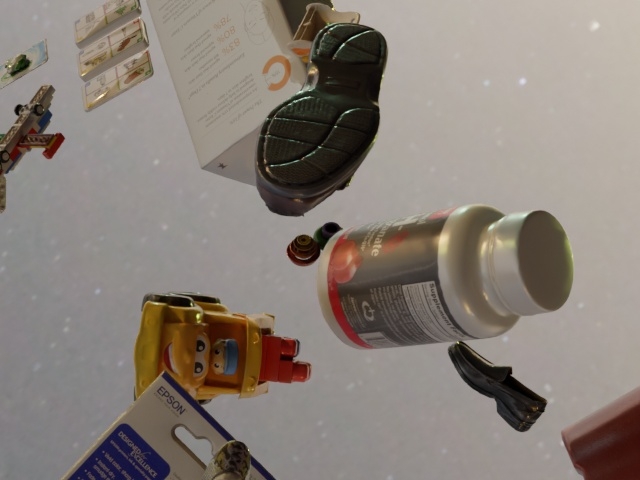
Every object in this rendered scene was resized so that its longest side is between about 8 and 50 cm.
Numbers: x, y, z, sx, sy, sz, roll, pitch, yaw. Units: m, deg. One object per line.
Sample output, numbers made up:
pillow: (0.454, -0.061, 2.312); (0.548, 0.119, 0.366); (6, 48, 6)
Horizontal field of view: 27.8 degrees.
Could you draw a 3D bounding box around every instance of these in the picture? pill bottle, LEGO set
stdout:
pill bottle: (0.165, 0.047, 1.708); (0.176, 0.319, 0.176); (13, -107, -47)
LEGO set: (-0.271, -0.139, 1.298); (0.060, 0.244, 0.182); (55, -171, -39)

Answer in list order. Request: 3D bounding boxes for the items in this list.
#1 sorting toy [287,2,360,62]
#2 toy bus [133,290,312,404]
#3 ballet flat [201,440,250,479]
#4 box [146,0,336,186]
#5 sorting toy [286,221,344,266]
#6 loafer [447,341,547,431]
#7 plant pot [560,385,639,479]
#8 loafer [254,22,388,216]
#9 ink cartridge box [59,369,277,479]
sorting toy: (0.011, -0.254, 1.577); (0.045, 0.075, 0.083); (58, -142, -34)
toy bus: (-0.121, 0.149, 1.668); (0.220, 0.211, 0.149); (13, -97, -79)
ballet flat: (-0.085, 0.220, 1.054); (0.041, 0.114, 0.041); (27, -175, -3)
box: (-0.093, -0.280, 1.878); (0.168, 0.215, 0.345); (16, -132, -52)
sorting toy: (0.000, 0.000, 1.832); (0.102, 0.042, 0.061); (-33, -123, -28)
loafer: (0.263, 0.204, 1.914); (0.170, 0.061, 0.062); (42, -151, 5)
plant pot: (0.524, 0.326, 1.947); (0.272, 0.265, 0.272); (61, -171, -16)
loafer: (0.008, -0.108, 1.302); (0.109, 0.095, 0.302); (13, -139, 7)
ink cartridge box: (-0.226, 0.330, 1.368); (0.176, 0.371, 0.069); (43, -178, 8)
